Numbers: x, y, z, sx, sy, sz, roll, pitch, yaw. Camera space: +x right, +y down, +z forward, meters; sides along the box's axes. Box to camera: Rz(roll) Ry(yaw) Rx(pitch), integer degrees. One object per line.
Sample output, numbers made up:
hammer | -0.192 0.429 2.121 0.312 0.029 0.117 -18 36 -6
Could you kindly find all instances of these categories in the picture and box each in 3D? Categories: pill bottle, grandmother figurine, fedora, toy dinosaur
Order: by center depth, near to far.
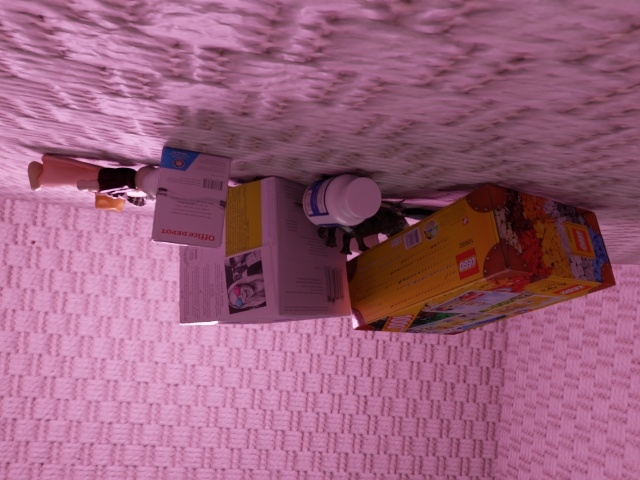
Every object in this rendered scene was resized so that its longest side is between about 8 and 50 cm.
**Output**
pill bottle | 0.047 -0.086 1.205 0.112 0.112 0.186 8 177 -26
grandmother figurine | -0.532 -0.154 1.379 0.342 0.104 0.208 3 -156 2
toy dinosaur | 0.064 -0.060 1.454 0.313 0.160 0.121 18 161 -19
fedora | -0.776 -0.148 2.059 0.194 0.079 0.194 6 176 0

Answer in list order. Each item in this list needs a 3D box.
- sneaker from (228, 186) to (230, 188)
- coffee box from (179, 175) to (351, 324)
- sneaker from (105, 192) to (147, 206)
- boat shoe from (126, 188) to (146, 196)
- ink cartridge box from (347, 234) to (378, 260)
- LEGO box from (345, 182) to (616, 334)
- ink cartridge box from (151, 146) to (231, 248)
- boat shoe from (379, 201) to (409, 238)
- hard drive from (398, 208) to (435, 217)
sneaker | -0.270 -0.113 1.662 0.069 0.082 0.209 7 176 34
coffee box | -0.148 0.050 1.506 0.334 0.338 0.337 -10 168 32
sneaker | -0.645 -0.164 1.839 0.071 0.068 0.170 24 -179 41
boat shoe | -0.543 -0.159 1.767 0.133 0.042 0.049 6 152 -15
ink cartridge box | 0.067 -0.001 1.720 0.219 0.093 0.160 16 168 12
LEGO box | 0.358 0.078 1.353 0.372 0.193 0.500 8 155 -32
ink cartridge box | -0.270 -0.084 1.158 0.139 0.191 0.082 8 177 -18
boat shoe | 0.200 -0.050 1.634 0.080 0.073 0.223 11 168 30
hard drive | 0.305 -0.076 1.683 0.135 0.022 0.094 9 176 -41
